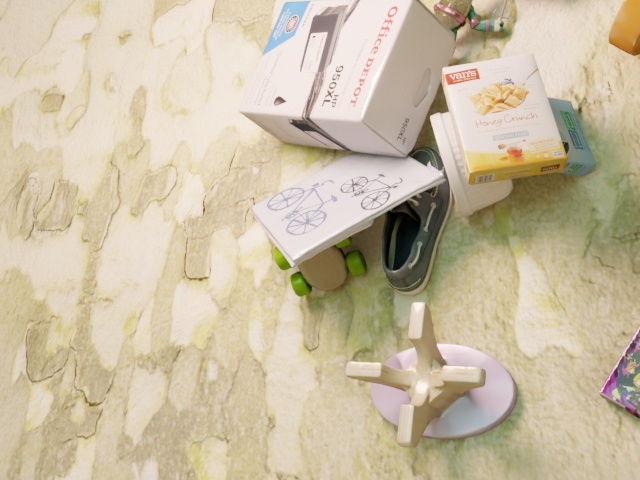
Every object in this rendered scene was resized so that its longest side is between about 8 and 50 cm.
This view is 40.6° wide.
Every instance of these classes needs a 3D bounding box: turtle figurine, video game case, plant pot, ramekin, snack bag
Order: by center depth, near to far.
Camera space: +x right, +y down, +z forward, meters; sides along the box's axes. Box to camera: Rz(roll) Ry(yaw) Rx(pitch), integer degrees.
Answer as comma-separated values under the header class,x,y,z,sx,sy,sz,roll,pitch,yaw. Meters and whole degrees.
class,x,y,z,sx,sy,sz,roll,pitch,yaw
video game case,0.611,0.210,1.422,0.210,0.042,0.232,31,85,34
plant pot,0.667,-0.407,1.584,0.188,0.205,0.205,37,88,19
ramekin,0.293,-0.158,1.659,0.109,0.207,0.207,-17,61,11
snack bag,0.045,-0.088,1.737,0.342,0.037,0.323,-29,26,-8
turtle figurine,0.288,-0.473,1.853,0.234,0.118,0.175,-55,47,7

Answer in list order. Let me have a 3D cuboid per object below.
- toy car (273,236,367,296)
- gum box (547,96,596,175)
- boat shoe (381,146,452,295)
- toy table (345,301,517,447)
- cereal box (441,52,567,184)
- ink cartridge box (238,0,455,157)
class,x,y,z,sx,sy,sz,roll,pitch,yaw
toy car,0.000,0.000,1.810,0.155,0.149,0.188,-21,32,14
gum box,0.416,-0.204,1.631,0.041,0.184,0.157,-51,43,49
boat shoe,0.186,-0.054,1.727,0.116,0.099,0.319,1,69,30
toy table,0.195,0.252,1.553,0.274,0.161,0.252,-14,63,23
cereal box,0.324,-0.220,1.550,0.173,0.047,0.240,-10,61,0
ink cartridge box,0.049,-0.351,1.832,0.395,0.166,0.285,13,78,46
